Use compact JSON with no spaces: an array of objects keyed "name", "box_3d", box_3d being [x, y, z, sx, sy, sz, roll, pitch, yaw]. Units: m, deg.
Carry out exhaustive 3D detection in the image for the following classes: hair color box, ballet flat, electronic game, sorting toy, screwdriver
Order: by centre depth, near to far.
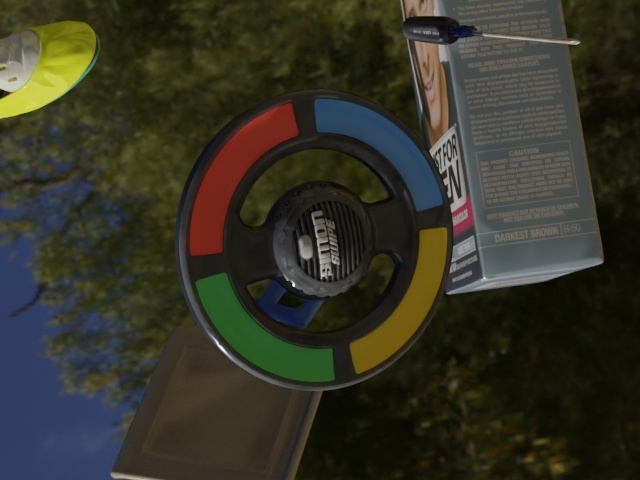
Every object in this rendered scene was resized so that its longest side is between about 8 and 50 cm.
[{"name":"electronic game","box_3d":[0.000,0.000,0.948,0.229,0.048,0.229,-2,-86,-25]},{"name":"screwdriver","box_3d":[0.134,-0.167,0.991,0.024,0.170,0.025,13,-94,-48]},{"name":"hair color box","box_3d":[0.155,-0.147,1.158,0.185,0.113,0.374,126,136,-82]},{"name":"sorting toy","box_3d":[-0.090,0.172,1.224,0.047,0.196,0.348,67,-147,-45]},{"name":"ballet flat","box_3d":[-0.322,-0.159,1.231,0.077,0.231,0.077,16,-119,-53]}]
